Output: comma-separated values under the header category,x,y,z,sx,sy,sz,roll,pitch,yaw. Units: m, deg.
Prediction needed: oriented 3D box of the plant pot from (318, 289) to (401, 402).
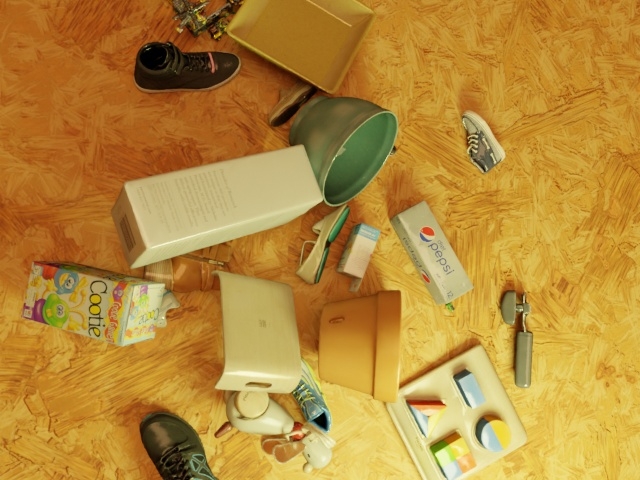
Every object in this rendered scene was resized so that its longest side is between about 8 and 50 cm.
category,x,y,z,sx,sy,sz,roll,pitch,yaw
plant pot,0.104,0.271,1.452,0.204,0.291,0.290,2,85,5

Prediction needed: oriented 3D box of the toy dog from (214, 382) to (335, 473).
category,x,y,z,sx,sy,sz,roll,pitch,yaw
toy dog,-0.135,0.499,1.417,0.334,0.220,0.161,33,68,12

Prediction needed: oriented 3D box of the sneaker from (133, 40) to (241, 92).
category,x,y,z,sx,sy,sz,roll,pitch,yaw
sneaker,-0.353,-0.468,1.475,0.296,0.147,0.104,-13,86,-13

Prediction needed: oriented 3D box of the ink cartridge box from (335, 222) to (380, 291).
category,x,y,z,sx,sy,sz,roll,pitch,yaw
ink cartridge box,0.096,0.048,1.542,0.062,0.104,0.181,22,81,-8

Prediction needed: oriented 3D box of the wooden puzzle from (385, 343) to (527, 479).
category,x,y,z,sx,sy,sz,roll,pitch,yaw
wooden puzzle,0.400,0.514,1.576,0.348,0.080,0.322,-27,91,-12

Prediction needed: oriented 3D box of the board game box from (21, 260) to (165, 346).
category,x,y,z,sx,sy,sz,roll,pitch,yaw
board game box,-0.543,0.145,1.333,0.275,0.144,0.142,12,90,13

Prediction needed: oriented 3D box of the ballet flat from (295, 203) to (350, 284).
category,x,y,z,sx,sy,sz,roll,pitch,yaw
ballet flat,0.000,0.000,1.545,0.086,0.086,0.248,25,82,-8

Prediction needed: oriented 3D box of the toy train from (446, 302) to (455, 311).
category,x,y,z,sx,sy,sz,roll,pitch,yaw
toy train,0.368,0.173,1.626,0.017,0.024,0.083,-34,93,-12

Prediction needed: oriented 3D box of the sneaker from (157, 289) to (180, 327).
category,x,y,z,sx,sy,sz,roll,pitch,yaw
sneaker,-0.448,0.208,1.443,0.191,0.071,0.083,-42,100,-11

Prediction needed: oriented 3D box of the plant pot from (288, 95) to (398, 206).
category,x,y,z,sx,sy,sz,roll,pitch,yaw
plant pot,0.041,-0.267,1.489,0.196,0.293,0.293,40,78,22

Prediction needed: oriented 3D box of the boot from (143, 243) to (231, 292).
category,x,y,z,sx,sy,sz,roll,pitch,yaw
boot,-0.342,-0.002,1.465,0.220,0.109,0.283,7,70,-19

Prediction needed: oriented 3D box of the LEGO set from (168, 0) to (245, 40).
category,x,y,z,sx,sy,sz,roll,pitch,yaw
LEGO set,-0.343,-0.721,1.473,0.255,0.192,0.331,-31,92,-12

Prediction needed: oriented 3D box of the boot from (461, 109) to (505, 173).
category,x,y,z,sx,sy,sz,roll,pitch,yaw
boot,0.470,-0.295,1.660,0.086,0.069,0.190,-42,96,-14

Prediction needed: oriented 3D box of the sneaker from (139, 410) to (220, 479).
category,x,y,z,sx,sy,sz,roll,pitch,yaw
sneaker,-0.336,0.581,1.397,0.125,0.139,0.340,-37,92,-10

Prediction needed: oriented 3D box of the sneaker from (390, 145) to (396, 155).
category,x,y,z,sx,sy,sz,roll,pitch,yaw
sneaker,0.175,-0.291,1.610,0.119,0.057,0.047,35,78,-8

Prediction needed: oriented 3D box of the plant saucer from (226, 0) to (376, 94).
category,x,y,z,sx,sy,sz,roll,pitch,yaw
plant saucer,-0.052,-0.590,1.552,0.333,0.081,0.332,29,66,-7

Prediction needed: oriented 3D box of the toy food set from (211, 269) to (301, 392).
category,x,y,z,sx,sy,sz,roll,pitch,yaw
toy food set,-0.172,0.227,1.404,0.220,0.092,0.306,15,51,-35

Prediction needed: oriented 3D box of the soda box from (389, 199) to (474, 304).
category,x,y,z,sx,sy,sz,roll,pitch,yaw
soda box,0.315,0.036,1.579,0.098,0.091,0.286,-28,85,-12

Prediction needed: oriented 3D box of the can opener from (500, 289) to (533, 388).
category,x,y,z,sx,sy,sz,roll,pitch,yaw
can opener,0.582,0.290,1.648,0.095,0.076,0.283,3,85,21

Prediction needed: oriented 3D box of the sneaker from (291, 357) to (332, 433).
category,x,y,z,sx,sy,sz,roll,pitch,yaw
sneaker,-0.030,0.410,1.477,0.091,0.126,0.240,-32,92,-12

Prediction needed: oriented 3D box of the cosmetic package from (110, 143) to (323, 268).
category,x,y,z,sx,sy,sz,roll,pitch,yaw
cosmetic package,-0.251,-0.086,1.357,0.453,0.230,0.161,-18,86,-31

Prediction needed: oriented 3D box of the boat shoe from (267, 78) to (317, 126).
category,x,y,z,sx,sy,sz,roll,pitch,yaw
boat shoe,-0.092,-0.399,1.568,0.072,0.068,0.190,41,68,7
